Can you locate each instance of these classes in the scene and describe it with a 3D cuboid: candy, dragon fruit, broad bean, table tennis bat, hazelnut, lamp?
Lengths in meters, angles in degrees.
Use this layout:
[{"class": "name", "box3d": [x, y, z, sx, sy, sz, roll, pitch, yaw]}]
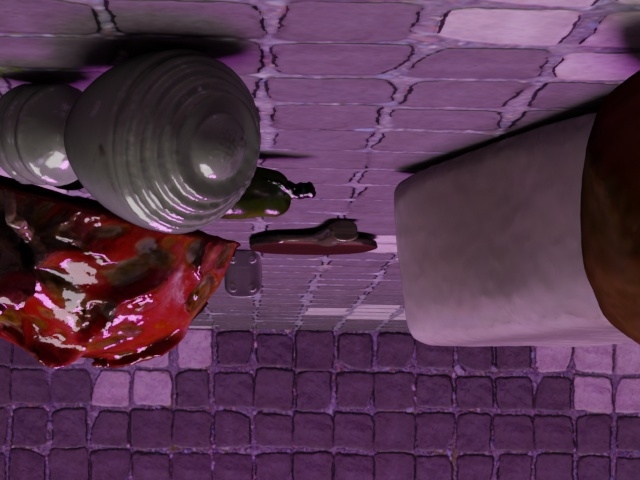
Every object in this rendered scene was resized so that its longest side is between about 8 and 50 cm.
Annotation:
[{"class": "candy", "box3d": [0.211, 0.003, 1.166, 0.208, 0.145, 0.359, 3, 173, -22]}, {"class": "dragon fruit", "box3d": [-0.222, 0.022, 1.184, 0.262, 0.134, 0.211, 14, 175, 15]}, {"class": "broad bean", "box3d": [-0.108, -0.044, 1.204, 0.214, 0.048, 0.070, 9, -177, -15]}, {"class": "table tennis bat", "box3d": [0.000, 0.000, 1.692, 0.138, 0.022, 0.246, 2, 175, -12]}, {"class": "hazelnut", "box3d": [0.241, -0.017, 0.862, 0.210, 0.186, 0.210, 14, 162, 5]}, {"class": "lamp", "box3d": [-0.118, -0.060, 0.915, 0.193, 0.106, 0.106, 7, 179, 42]}, {"class": "lamp", "box3d": [-0.098, 0.045, 1.937, 0.050, 0.056, 0.198, -2, 176, -4]}]
